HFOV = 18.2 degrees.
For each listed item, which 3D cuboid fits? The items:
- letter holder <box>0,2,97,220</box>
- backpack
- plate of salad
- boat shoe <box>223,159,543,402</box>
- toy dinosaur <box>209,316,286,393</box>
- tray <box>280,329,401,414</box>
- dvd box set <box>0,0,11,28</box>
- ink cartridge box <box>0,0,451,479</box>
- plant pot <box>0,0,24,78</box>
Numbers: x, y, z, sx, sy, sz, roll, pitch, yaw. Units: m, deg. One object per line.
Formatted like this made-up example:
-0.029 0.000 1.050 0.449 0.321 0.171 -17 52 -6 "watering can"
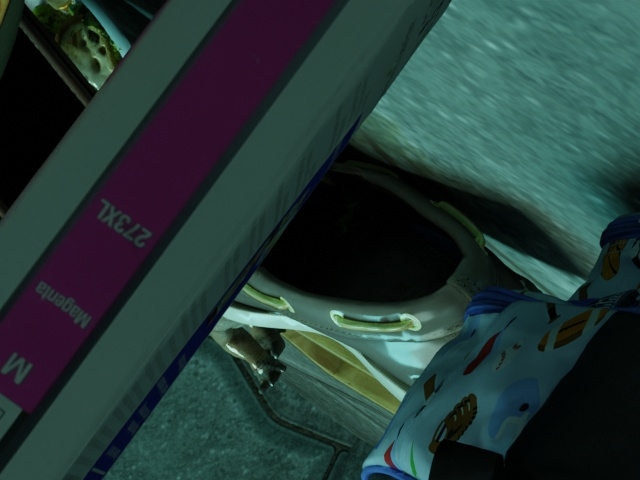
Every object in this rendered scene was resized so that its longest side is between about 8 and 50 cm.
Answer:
-0.216 -0.081 1.059 0.302 0.152 0.214 50 174 14 "letter holder"
0.144 0.110 0.820 0.276 0.213 0.263 42 163 -14 "backpack"
-0.180 -0.092 1.226 0.200 0.048 0.200 25 136 27 "plate of salad"
0.000 0.000 1.133 0.324 0.116 0.097 31 158 48 "boat shoe"
-0.075 -0.006 1.420 0.200 0.127 0.296 42 -176 -8 "toy dinosaur"
0.129 0.129 1.554 0.411 0.076 0.203 30 172 35 "tray"
-0.255 -0.088 0.623 0.307 0.062 0.420 21 135 -11 "dvd box set"
-0.075 0.033 0.622 0.069 0.371 0.176 33 172 1 "ink cartridge box"
-0.227 -0.132 0.806 0.284 0.284 0.191 38 138 -26 "plant pot"
